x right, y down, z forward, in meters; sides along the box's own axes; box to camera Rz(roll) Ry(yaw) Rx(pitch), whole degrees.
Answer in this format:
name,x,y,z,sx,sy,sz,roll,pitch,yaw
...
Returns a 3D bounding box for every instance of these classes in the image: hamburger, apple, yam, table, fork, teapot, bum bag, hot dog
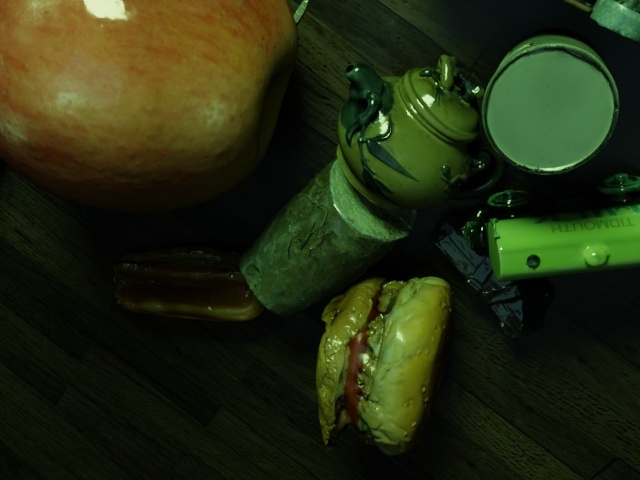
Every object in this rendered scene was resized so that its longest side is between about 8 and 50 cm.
name,x,y,z,sx,sy,sz,roll,pitch,yaw
hamburger,0.088,0.162,0.950,0.163,0.244,0.244,5,112,13
apple,-0.203,-0.202,0.839,0.364,0.364,0.364,7,112,16
yam,0.000,0.000,0.957,0.254,0.154,0.154,-39,94,26
table,0.248,-0.159,0.769,0.126,0.220,0.126,7,112,16
fork,-0.049,-0.272,0.947,0.016,0.012,0.115,36,113,-2
teapot,0.129,-0.131,0.850,0.269,0.173,0.182,22,132,-26
bum bag,0.232,0.040,0.952,0.087,0.049,0.197,-40,91,6
hot dog,-0.206,0.064,1.096,0.269,0.072,0.115,6,113,18

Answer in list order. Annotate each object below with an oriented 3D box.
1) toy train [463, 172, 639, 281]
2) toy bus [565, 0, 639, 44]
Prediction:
name,x,y,z,sx,sy,sz,roll,pitch,yaw
toy train,0.300,-0.007,0.829,0.253,0.157,0.105,-6,110,6
toy bus,0.252,-0.329,0.719,0.323,0.194,0.162,28,117,3
